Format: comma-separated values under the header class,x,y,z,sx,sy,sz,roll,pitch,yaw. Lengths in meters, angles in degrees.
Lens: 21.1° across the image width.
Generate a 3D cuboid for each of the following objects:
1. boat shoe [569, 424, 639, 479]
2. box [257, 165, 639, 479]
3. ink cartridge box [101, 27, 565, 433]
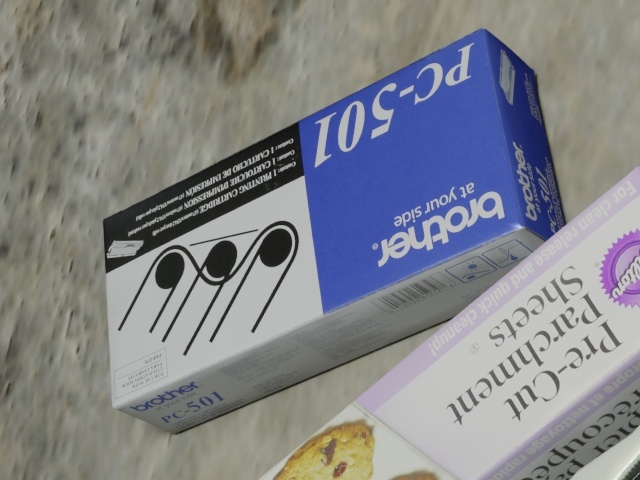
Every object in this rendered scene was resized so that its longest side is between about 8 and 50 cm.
class,x,y,z,sx,sy,sz,roll,pitch,yaw
boat shoe,0.151,0.061,0.542,0.254,0.095,0.079,-50,45,9
box,0.022,0.105,0.644,0.324,0.063,0.067,-40,50,16
ink cartridge box,0.000,0.000,0.728,0.207,0.046,0.097,-25,55,27
